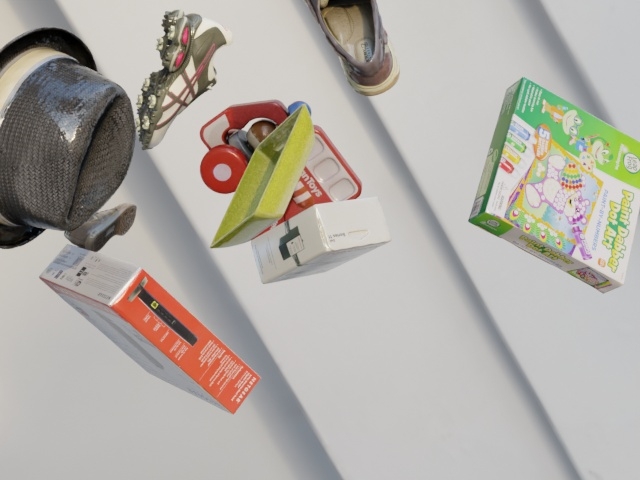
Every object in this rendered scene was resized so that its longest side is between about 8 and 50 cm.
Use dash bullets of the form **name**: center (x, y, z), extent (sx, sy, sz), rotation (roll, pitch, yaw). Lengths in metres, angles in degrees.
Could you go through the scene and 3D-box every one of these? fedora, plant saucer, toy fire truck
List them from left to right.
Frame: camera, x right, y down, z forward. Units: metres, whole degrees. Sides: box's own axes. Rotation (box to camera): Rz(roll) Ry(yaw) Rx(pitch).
- **fedora**: center (-0.373, -0.133, 1.561), extent (0.152, 0.334, 0.334), rotation (17, 32, 22)
- **plant saucer**: center (-0.074, -0.080, 1.542), extent (0.188, 0.045, 0.188), rotation (-32, 32, 61)
- **toy fire truck**: center (-0.090, -0.159, 2.228), extent (0.254, 0.302, 0.169), rotation (-33, 13, 16)

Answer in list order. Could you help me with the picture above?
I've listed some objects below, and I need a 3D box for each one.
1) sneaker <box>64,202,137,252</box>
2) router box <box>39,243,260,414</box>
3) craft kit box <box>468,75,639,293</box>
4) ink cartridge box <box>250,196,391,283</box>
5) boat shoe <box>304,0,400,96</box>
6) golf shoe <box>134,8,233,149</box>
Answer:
- **sneaker**: center (-0.419, -0.038, 2.078), extent (0.188, 0.071, 0.066), rotation (-47, -24, -64)
- **router box**: center (-0.299, 0.147, 1.869), extent (0.082, 0.301, 0.335), rotation (-52, 29, -17)
- **craft kit box**: center (0.363, -0.083, 1.617), extent (0.061, 0.247, 0.250), rotation (-33, 34, 59)
- **ink cartridge box**: center (0.000, 0.000, 1.894), extent (0.153, 0.087, 0.208), rotation (-9, -11, -39)
- **boat shoe**: center (0.031, -0.340, 1.528), extent (0.103, 0.285, 0.092), rotation (-21, -20, 2)
- **golf shoe**: center (-0.243, -0.264, 1.880), extent (0.273, 0.120, 0.105), rotation (-62, 34, 33)
